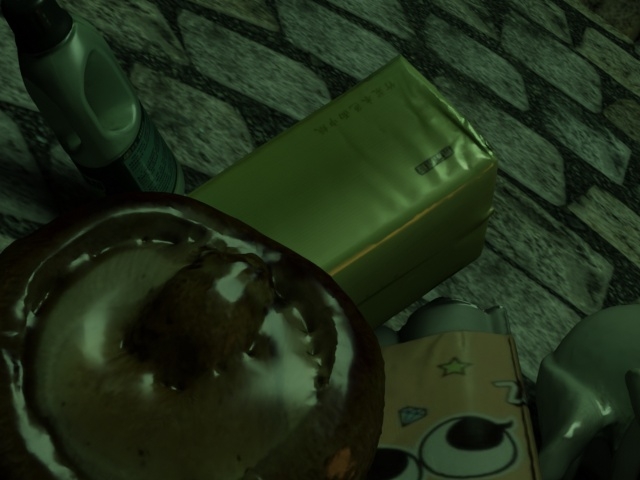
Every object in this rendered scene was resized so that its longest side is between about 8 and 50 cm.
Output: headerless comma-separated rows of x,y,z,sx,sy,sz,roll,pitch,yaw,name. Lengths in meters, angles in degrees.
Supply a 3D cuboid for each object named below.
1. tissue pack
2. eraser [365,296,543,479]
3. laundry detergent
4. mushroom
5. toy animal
0.000,0.000,1.217,0.234,0.159,0.125,-34,69,-18,tissue pack
0.064,0.154,1.193,0.171,0.087,0.290,-10,28,5,eraser
-0.173,-0.104,1.291,0.225,0.070,0.099,63,14,-47,laundry detergent
-0.089,0.090,1.010,0.253,0.253,0.153,42,-18,14,mushroom
0.269,0.154,1.401,0.289,0.249,0.174,8,-52,61,toy animal
